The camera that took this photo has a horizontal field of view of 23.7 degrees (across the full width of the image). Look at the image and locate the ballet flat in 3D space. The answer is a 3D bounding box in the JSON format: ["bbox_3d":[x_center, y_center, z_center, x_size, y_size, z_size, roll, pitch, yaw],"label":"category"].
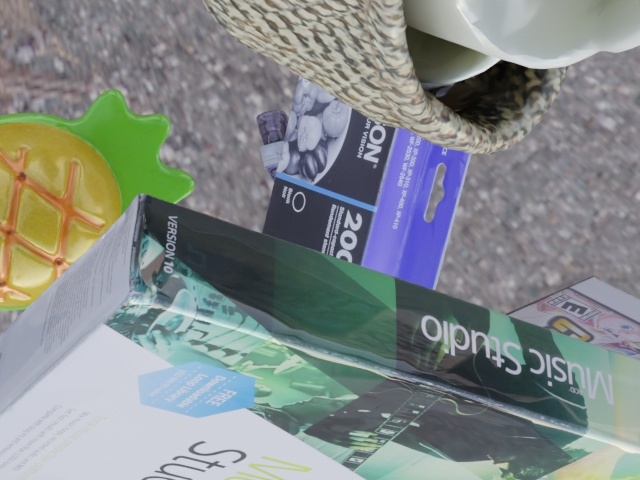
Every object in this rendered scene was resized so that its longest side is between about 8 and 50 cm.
[{"bbox_3d":[0.059,-0.159,0.341,0.182,0.483,0.164,39,70,12],"label":"ballet flat"}]

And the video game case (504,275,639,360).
[{"bbox_3d":[0.202,0.116,1.002,0.274,0.248,0.035,-18,126,-45],"label":"video game case"}]

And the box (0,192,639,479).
[{"bbox_3d":[0.000,0.093,0.774,0.322,0.059,0.232,17,147,-26],"label":"box"}]

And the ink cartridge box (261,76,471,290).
[{"bbox_3d":[0.041,-0.062,1.375,0.045,0.208,0.206,8,98,-43],"label":"ink cartridge box"}]

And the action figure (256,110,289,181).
[{"bbox_3d":[0.000,0.000,1.586,0.185,0.285,0.099,-6,153,4],"label":"action figure"}]

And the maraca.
[{"bbox_3d":[-0.175,-0.024,0.975,0.185,0.099,0.127,-21,111,0],"label":"maraca"}]
